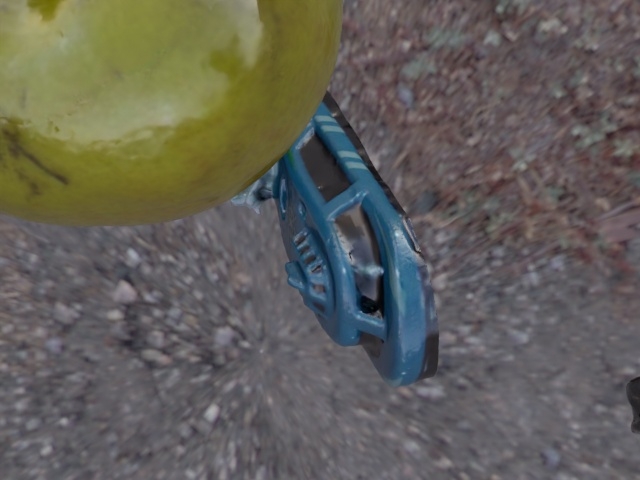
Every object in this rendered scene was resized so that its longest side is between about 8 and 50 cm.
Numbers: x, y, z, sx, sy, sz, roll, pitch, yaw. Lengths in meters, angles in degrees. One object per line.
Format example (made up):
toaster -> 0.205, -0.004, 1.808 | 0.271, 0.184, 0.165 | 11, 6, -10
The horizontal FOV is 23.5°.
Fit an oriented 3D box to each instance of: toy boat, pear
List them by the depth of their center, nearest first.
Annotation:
pear -> -0.083, -0.097, 0.562 | 0.200, 0.200, 0.200 | 0, 86, -2
toy boat -> 0.000, 0.000, 1.134 | 0.092, 0.299, 0.134 | -8, 122, -12

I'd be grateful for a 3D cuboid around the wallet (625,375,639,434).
wallet -> 0.151, 0.037, 0.394 | 0.156, 0.082, 0.018 | 4, 73, -36
